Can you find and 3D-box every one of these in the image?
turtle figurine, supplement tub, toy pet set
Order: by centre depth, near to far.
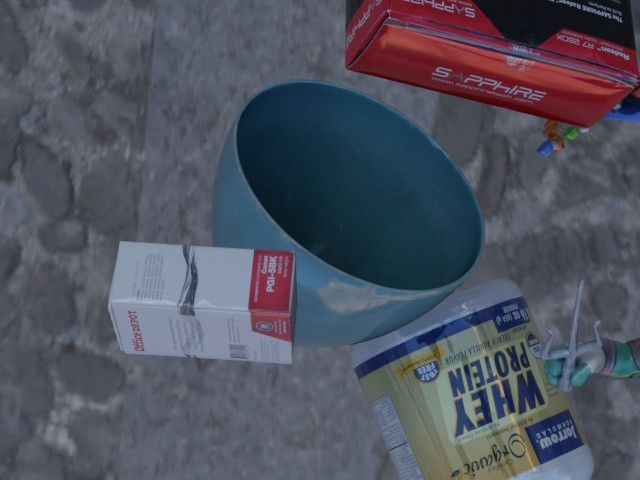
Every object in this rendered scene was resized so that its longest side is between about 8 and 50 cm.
[{"bbox_3d":[0.235,0.092,0.920,0.118,0.175,0.234,-49,139,-21],"label":"turtle figurine"},{"bbox_3d":[0.275,-0.118,1.451,0.122,0.114,0.065,-32,112,35],"label":"toy pet set"},{"bbox_3d":[0.191,0.227,1.891,0.228,0.228,0.316,-24,82,9],"label":"supplement tub"}]

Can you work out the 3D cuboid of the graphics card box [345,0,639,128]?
[{"bbox_3d":[0.139,-0.288,1.343,0.232,0.371,0.094,11,150,-19],"label":"graphics card box"}]

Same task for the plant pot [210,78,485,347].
[{"bbox_3d":[0.000,0.000,1.659,0.290,0.290,0.195,25,130,-13],"label":"plant pot"}]

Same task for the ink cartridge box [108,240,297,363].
[{"bbox_3d":[-0.087,0.048,1.198,0.135,0.056,0.099,4,153,1],"label":"ink cartridge box"}]
